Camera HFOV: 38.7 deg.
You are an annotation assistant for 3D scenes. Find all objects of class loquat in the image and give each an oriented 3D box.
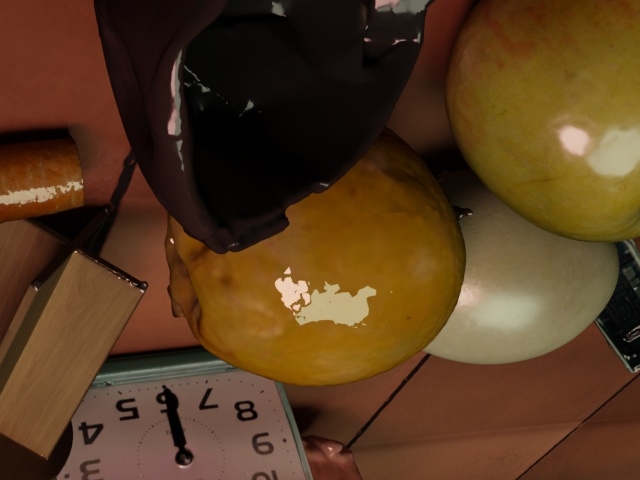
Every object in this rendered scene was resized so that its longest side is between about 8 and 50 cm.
[{"bbox_3d":[0.000,0.000,0.712,0.244,0.244,0.244,-15,145,-11],"label":"loquat"}]

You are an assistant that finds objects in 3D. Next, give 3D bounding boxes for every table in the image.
[{"bbox_3d":[-0.247,0.082,0.762,0.167,0.167,0.226,10,127,-38],"label":"table"}]

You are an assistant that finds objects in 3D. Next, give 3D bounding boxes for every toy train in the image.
[{"bbox_3d":[0.351,0.052,1.104,0.086,0.088,0.407,-35,144,10],"label":"toy train"}]

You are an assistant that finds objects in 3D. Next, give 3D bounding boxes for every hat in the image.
[{"bbox_3d":[-0.034,-0.185,0.537,0.238,0.209,0.336,-4,128,-59],"label":"hat"}]

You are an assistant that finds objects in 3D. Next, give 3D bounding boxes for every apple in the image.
[{"bbox_3d":[0.226,-0.114,0.716,0.261,0.194,0.261,-21,147,-15],"label":"apple"}]

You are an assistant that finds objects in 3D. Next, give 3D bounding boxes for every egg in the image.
[{"bbox_3d":[0.160,0.024,0.867,0.253,0.186,0.186,3,140,-9],"label":"egg"}]

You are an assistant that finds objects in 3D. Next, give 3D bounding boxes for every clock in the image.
[{"bbox_3d":[-0.151,0.236,0.946,0.262,0.231,0.116,-4,145,-26],"label":"clock"}]

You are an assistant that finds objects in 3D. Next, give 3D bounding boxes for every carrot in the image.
[{"bbox_3d":[-0.285,-0.031,0.651,0.225,0.067,0.067,-13,145,-18],"label":"carrot"}]

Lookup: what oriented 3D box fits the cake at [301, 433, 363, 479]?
[{"bbox_3d":[-0.101,0.410,1.117,0.314,0.306,0.293,10,141,-41],"label":"cake"}]
